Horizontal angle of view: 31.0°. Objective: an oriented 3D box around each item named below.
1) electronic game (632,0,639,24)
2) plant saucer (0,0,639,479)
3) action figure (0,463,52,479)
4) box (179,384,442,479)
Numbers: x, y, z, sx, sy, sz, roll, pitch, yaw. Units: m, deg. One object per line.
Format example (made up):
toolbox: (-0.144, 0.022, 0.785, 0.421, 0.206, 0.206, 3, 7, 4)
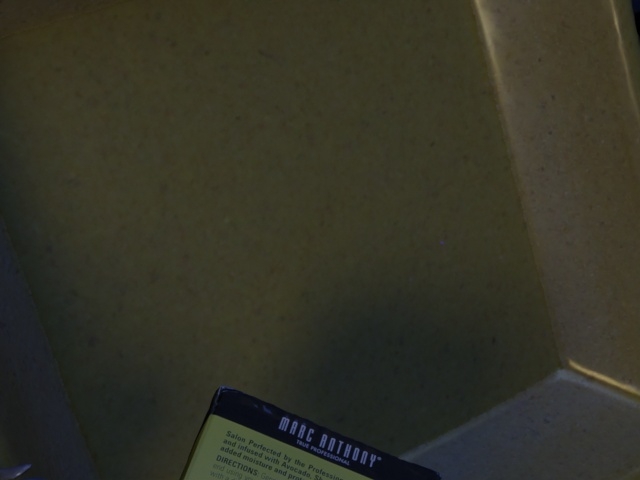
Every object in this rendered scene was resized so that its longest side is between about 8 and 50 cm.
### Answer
electronic game: (0.236, -0.095, 0.744, 0.229, 0.048, 0.229, 7, 53, -10)
plant saucer: (0.000, 0.000, 0.499, 0.333, 0.081, 0.332, -23, 105, -24)
action figure: (-0.214, 0.133, 0.367, 0.285, 0.185, 0.099, -22, 29, -6)
box: (-0.035, 0.161, 0.342, 0.087, 0.058, 0.232, 22, 49, -2)
